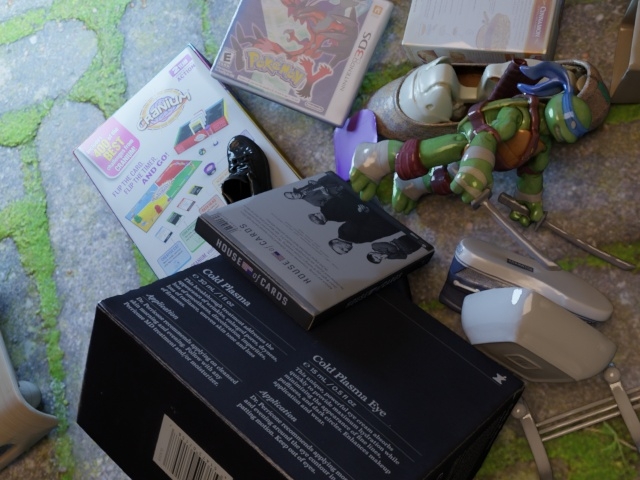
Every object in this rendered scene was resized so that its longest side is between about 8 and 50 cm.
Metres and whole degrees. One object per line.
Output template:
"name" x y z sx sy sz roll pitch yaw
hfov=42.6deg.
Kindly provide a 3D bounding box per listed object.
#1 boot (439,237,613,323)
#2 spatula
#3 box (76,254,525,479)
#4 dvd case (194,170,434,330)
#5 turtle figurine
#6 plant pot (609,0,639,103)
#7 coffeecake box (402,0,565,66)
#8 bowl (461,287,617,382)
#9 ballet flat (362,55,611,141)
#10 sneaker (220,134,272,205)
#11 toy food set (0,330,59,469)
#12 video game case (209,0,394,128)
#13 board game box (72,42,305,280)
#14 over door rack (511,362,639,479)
"boot" 0.238 0.070 0.968 0.190 0.069 0.086 24 119 11
"spatula" 0.074 -0.032 1.061 0.084 0.030 0.296 -31 69 42
"box" -0.021 0.174 0.871 0.343 0.312 0.179 37 127 25
"dvd case" 0.000 0.000 0.942 0.179 0.238 0.030 39 127 23
"turtle figurine" 0.179 -0.050 0.933 0.266 0.198 0.275 -6 108 40
"plant pot" 0.404 -0.222 0.960 0.096 0.109 0.109 11 79 9
"coffeecake box" 0.215 -0.297 1.064 0.185 0.068 0.142 10 78 22
"bowl" 0.228 0.110 0.888 0.142 0.142 0.053 32 70 -15
"ballet flat" 0.194 -0.187 1.022 0.316 0.106 0.108 -1 72 20
"sneaker" -0.094 -0.071 1.034 0.051 0.089 0.170 -24 69 13
"toy food set" -0.508 0.185 1.202 0.219 0.092 0.306 -38 65 20
"video game case" -0.026 -0.273 1.120 0.201 0.023 0.183 23 89 9
"board game box" -0.177 -0.089 1.155 0.242 0.064 0.316 -41 66 6
"over door rack" 0.360 0.276 0.835 0.239 0.108 0.324 -24 69 14
